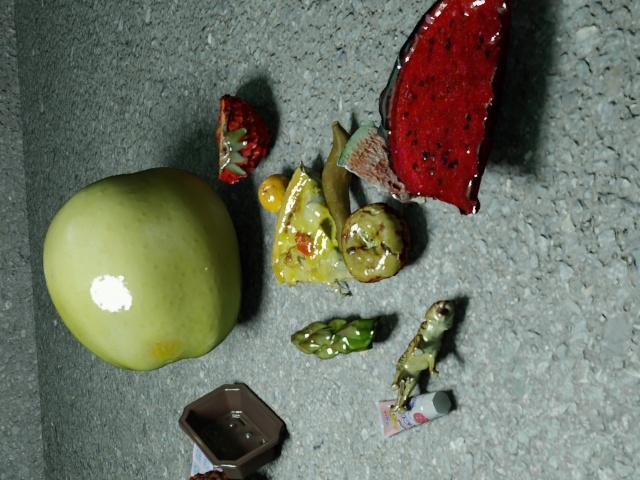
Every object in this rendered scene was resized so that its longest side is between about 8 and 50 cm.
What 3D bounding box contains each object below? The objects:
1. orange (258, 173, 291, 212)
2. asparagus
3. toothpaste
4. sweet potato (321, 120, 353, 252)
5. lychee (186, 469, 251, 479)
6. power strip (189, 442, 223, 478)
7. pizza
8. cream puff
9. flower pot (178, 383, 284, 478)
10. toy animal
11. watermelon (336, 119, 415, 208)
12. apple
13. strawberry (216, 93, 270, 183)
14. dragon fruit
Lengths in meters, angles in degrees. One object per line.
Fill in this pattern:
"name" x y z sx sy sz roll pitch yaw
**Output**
"orange" -0.093 -0.098 1.661 0.083 0.070 0.083 -3 87 51
"asparagus" 0.029 0.187 1.514 0.287 0.080 0.080 -11 84 51
"toothpaste" 0.153 0.297 1.380 0.194 0.042 0.067 -37 60 55
"sweet potato" 0.035 -0.095 1.480 0.069 0.059 0.250 -17 69 57
"lychee" -0.223 0.639 1.755 0.264 0.300 0.264 2 -90 -82
"power strip" -0.282 0.545 1.995 0.109 0.037 0.279 27 114 49
"pizza" 0.000 0.000 1.537 0.287 0.075 0.280 28 116 50
"cream puff" 0.104 0.006 1.386 0.149 0.084 0.149 2 93 47
"flower pot" -0.194 0.436 1.781 0.251 0.178 0.084 31 141 49
"toy animal" 0.166 0.199 1.322 0.099 0.056 0.241 -64 -3 -50
"watermelon" 0.099 -0.138 1.368 0.098 0.121 0.158 -55 51 12
"apple" -0.387 0.068 1.781 0.473 0.473 0.474 6 97 54
"strawberry" -0.169 -0.235 1.743 0.236 0.111 0.190 -106 20 -56
"dragon fruit" 0.199 -0.222 1.224 0.282 0.100 0.344 21 106 53
